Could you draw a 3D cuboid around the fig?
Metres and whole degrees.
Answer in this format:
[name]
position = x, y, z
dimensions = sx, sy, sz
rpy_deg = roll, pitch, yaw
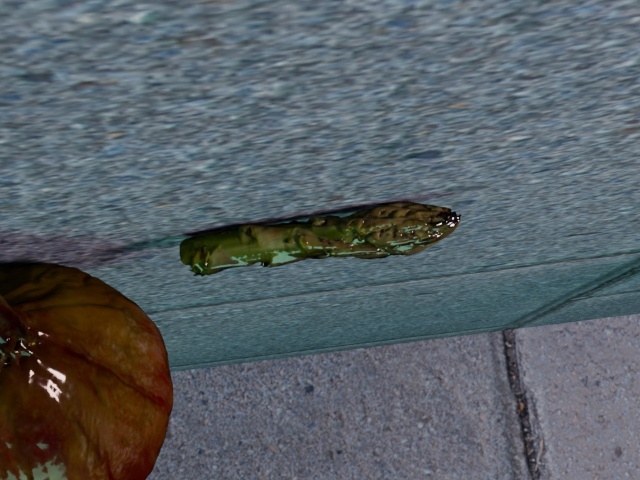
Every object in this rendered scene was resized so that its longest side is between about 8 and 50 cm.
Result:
[fig]
position = -0.193, 0.090, 0.744
dimensions = 0.190, 0.191, 0.290
rpy_deg = -8, 173, 7

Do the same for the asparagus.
[asparagus]
position = 0.000, 0.000, 0.772
dimensions = 0.165, 0.030, 0.036
rpy_deg = -7, 148, 10
